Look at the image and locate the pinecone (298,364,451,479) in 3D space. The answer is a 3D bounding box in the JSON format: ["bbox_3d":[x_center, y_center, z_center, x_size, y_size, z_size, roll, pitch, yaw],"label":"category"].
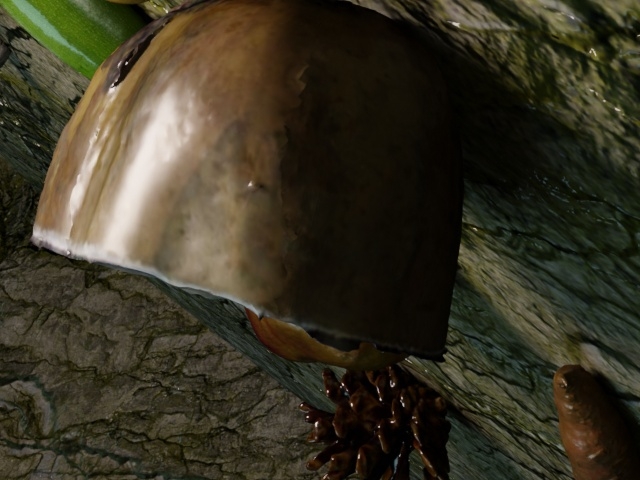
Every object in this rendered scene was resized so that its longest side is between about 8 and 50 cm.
[{"bbox_3d":[0.074,0.263,1.592,0.229,0.201,0.202,-109,13,-46],"label":"pinecone"}]

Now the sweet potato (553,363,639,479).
[{"bbox_3d":[0.251,0.189,1.030,0.072,0.066,0.314,25,160,32],"label":"sweet potato"}]

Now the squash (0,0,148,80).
[{"bbox_3d":[-0.245,-0.228,0.999,0.292,0.082,0.082,45,168,-23],"label":"squash"}]

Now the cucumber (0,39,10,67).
[{"bbox_3d":[-0.515,-0.259,1.729,0.064,0.112,0.064,32,163,11],"label":"cucumber"}]

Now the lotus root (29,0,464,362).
[{"bbox_3d":[-0.029,-0.043,0.683,0.272,0.192,0.272,9,-176,-1],"label":"lotus root"}]

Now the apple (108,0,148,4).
[{"bbox_3d":[-0.119,-0.189,0.736,0.071,0.084,0.084,28,165,20],"label":"apple"}]

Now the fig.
[{"bbox_3d":[0.000,0.002,0.984,0.170,0.145,0.274,11,137,32],"label":"fig"}]
